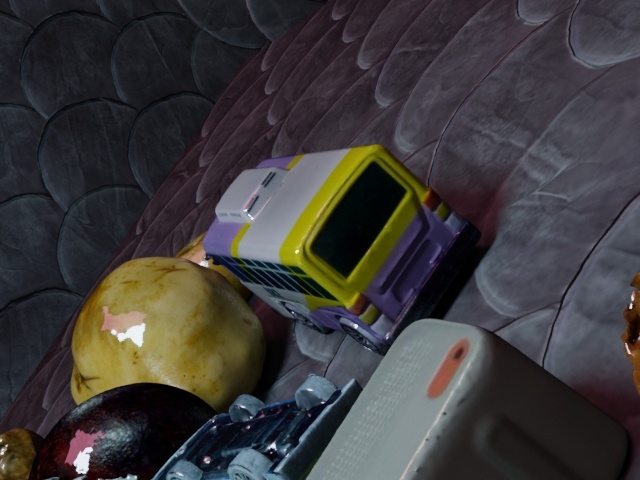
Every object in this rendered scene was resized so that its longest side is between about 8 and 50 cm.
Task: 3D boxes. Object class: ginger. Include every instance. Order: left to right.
[{"bbox_3d":[-0.430,0.463,1.502,0.418,0.176,0.254,95,165,-64],"label":"ginger"}]

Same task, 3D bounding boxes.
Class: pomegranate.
[{"bbox_3d":[-0.250,0.190,1.573,0.332,0.332,0.332,-42,21,21],"label":"pomegranate"}]

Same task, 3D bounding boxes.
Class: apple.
[{"bbox_3d":[-0.210,0.069,1.892,0.182,0.155,0.182,-36,11,8],"label":"apple"}]

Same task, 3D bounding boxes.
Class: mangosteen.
[{"bbox_3d":[-0.242,0.349,1.306,0.300,0.300,0.300,-42,21,21],"label":"mangosteen"}]

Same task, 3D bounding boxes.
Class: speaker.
[{"bbox_3d":[0.080,0.275,0.840,0.406,0.184,0.183,-56,20,-15],"label":"speaker"}]

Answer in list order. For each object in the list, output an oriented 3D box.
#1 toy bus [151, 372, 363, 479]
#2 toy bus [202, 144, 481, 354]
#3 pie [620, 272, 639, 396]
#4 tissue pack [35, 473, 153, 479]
[{"bbox_3d":[-0.043,0.280,1.076,0.312,0.190,0.152,-24,17,51],"label":"toy bus"},{"bbox_3d":[0.000,0.000,1.408,0.209,0.249,0.440,-54,20,-12],"label":"toy bus"},{"bbox_3d":[0.329,0.092,0.617,0.308,0.085,0.308,9,101,53],"label":"pie"},{"bbox_3d":[-0.219,0.465,0.912,0.287,0.162,0.388,-135,50,-66],"label":"tissue pack"}]
